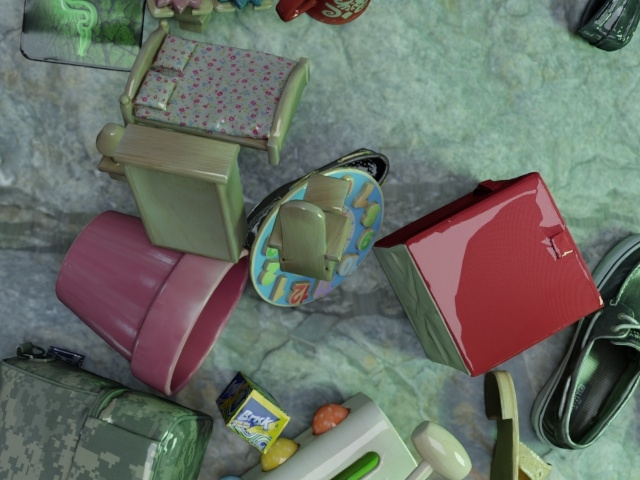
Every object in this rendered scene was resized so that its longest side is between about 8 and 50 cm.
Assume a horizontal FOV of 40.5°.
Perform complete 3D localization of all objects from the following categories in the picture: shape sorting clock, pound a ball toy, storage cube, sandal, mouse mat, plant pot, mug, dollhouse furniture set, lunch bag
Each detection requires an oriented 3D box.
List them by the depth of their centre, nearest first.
[{"bbox_3d":[-0.083,-0.171,0.977,0.303,0.174,0.355,13,62,8],"label":"dollhouse furniture set"},{"bbox_3d":[-0.294,0.296,1.014,0.256,0.212,0.305,16,83,7],"label":"lunch bag"},{"bbox_3d":[-0.208,0.059,1.053,0.180,0.201,0.201,28,84,8],"label":"plant pot"},{"bbox_3d":[-0.001,0.297,1.066,0.319,0.208,0.135,-34,95,-8],"label":"pound a ball toy"},{"bbox_3d":[0.000,0.000,1.093,0.206,0.206,0.040,-37,55,-9],"label":"shape sorting clock"},{"bbox_3d":[0.025,-0.336,1.103,0.113,0.169,0.150,26,84,-9],"label":"mug"},{"bbox_3d":[0.208,0.044,1.121,0.193,0.184,0.215,-27,94,-9],"label":"storage cube"},{"bbox_3d":[-0.303,-0.319,1.126,0.153,0.007,0.189,5,87,-10],"label":"mouse mat"},{"bbox_3d":[0.278,0.296,1.179,0.079,0.088,0.240,-2,83,-10],"label":"sandal"}]

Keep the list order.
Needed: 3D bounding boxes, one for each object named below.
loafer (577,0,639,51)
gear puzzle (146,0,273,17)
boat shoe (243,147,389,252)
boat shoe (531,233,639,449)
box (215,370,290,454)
[{"bbox_3d":[0.426,-0.379,1.223,0.078,0.076,0.223,20,89,-17],"label":"loafer"},{"bbox_3d":[-0.163,-0.439,1.095,0.175,0.044,0.339,-9,73,-20],"label":"gear puzzle"},{"bbox_3d":[-0.011,-0.051,1.141,0.228,0.069,0.081,-34,95,-9],"label":"boat shoe"},{"bbox_3d":[0.412,0.144,1.188,0.121,0.119,0.335,28,84,-9],"label":"boat shoe"},{"bbox_3d":[-0.086,0.208,1.071,0.059,0.169,0.054,39,82,-8],"label":"box"}]
